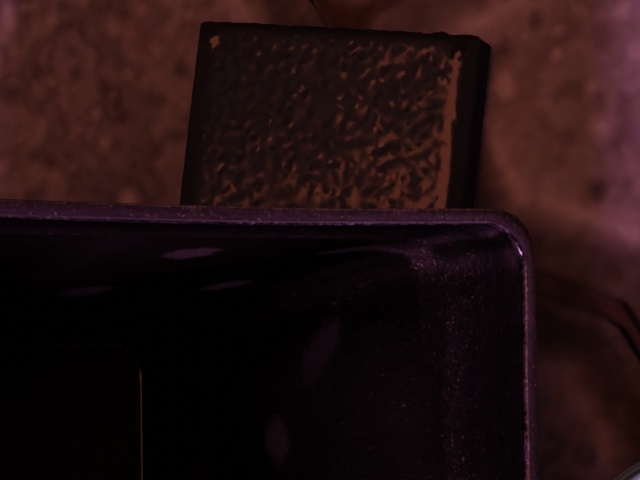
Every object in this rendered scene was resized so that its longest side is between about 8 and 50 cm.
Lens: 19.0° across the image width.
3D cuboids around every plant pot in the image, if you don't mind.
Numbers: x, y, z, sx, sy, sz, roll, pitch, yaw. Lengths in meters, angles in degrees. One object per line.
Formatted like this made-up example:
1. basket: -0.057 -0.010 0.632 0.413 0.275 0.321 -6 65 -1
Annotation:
1. plant pot: -0.066 0.087 0.504 0.167 0.187 0.188 -3 87 58

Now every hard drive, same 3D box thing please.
1. hard drive: 0.000 0.000 0.604 0.094 0.022 0.135 5 87 19

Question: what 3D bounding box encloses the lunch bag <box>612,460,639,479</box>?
1. lunch bag: 0.176 0.173 0.484 0.224 0.108 0.279 -1 85 19
